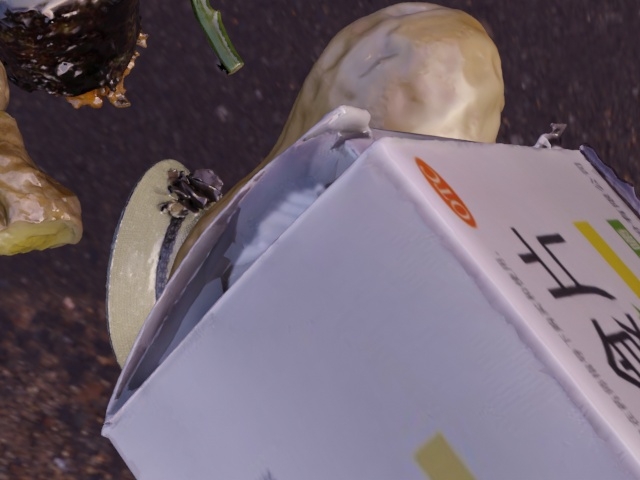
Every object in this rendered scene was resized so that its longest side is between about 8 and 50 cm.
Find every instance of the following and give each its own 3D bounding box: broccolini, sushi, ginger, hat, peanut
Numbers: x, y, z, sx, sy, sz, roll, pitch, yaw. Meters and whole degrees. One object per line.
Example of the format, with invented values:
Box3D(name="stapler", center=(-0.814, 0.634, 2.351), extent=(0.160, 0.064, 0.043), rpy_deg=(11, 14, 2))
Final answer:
Box3D(name="broccolini", center=(-0.073, -0.298, 1.482), extent=(0.123, 0.062, 0.272), rpy_deg=(0, 95, 32))
Box3D(name="sushi", center=(-0.313, -0.302, 1.553), extent=(0.234, 0.207, 0.349), rpy_deg=(-17, 61, -11))
Box3D(name="ginger", center=(-0.207, -0.033, 0.864), extent=(0.115, 0.081, 0.205), rpy_deg=(-35, 36, -2))
Box3D(name="hat", center=(-0.122, 0.041, 1.671), extent=(0.130, 0.257, 0.257), rpy_deg=(7, 76, 16))
Box3D(name="peanut", center=(0.000, 0.000, 0.757), extent=(0.117, 0.101, 0.263), rpy_deg=(37, 99, -16))

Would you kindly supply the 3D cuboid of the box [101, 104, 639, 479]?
Box3D(name="box", center=(0.100, 0.120, 0.482), extent=(0.145, 0.173, 0.333), rpy_deg=(-46, 71, 23))
